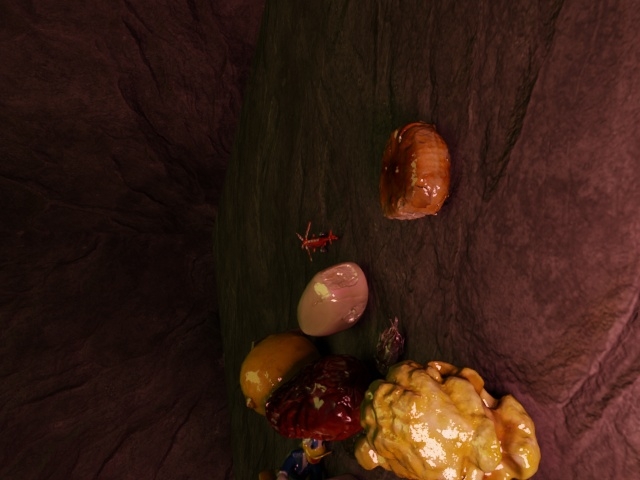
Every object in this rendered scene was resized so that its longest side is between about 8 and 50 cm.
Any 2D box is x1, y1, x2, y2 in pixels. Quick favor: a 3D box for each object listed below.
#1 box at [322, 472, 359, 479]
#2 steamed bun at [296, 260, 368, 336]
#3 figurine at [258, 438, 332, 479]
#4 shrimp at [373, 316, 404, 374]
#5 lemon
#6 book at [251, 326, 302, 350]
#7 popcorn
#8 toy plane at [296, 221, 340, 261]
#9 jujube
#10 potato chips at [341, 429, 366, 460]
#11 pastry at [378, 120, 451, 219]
[{"bbox_3d":[0.027,0.713,1.250,0.148,0.210,0.129,174,89,-69],"label":"box"},{"bbox_3d":[0.040,0.182,1.310,0.152,0.170,0.238,51,139,30],"label":"steamed bun"},{"bbox_3d":[-0.073,0.715,1.537,0.283,0.204,0.338,-68,-3,-79],"label":"figurine"},{"bbox_3d":[0.164,0.247,1.124,0.065,0.056,0.165,-124,43,-65],"label":"shrimp"},{"bbox_3d":[-0.118,0.426,1.528,0.260,0.284,0.260,169,90,-67],"label":"lemon"},{"bbox_3d":[-0.153,0.412,1.694,0.018,0.242,0.170,9,99,40],"label":"book"},{"bbox_3d":[0.192,0.316,0.787,0.242,0.250,0.235,116,155,-44],"label":"popcorn"},{"bbox_3d":[-0.001,-0.008,1.537,0.194,0.077,0.126,-45,51,50],"label":"toy plane"},{"bbox_3d":[-0.006,0.427,1.260,0.342,0.216,0.216,-27,61,38],"label":"jujube"},{"bbox_3d":[0.085,0.503,1.348,0.202,0.029,0.220,135,131,-61],"label":"potato chips"},{"bbox_3d":[0.193,-0.136,1.006,0.229,0.100,0.218,-119,36,-54],"label":"pastry"}]
